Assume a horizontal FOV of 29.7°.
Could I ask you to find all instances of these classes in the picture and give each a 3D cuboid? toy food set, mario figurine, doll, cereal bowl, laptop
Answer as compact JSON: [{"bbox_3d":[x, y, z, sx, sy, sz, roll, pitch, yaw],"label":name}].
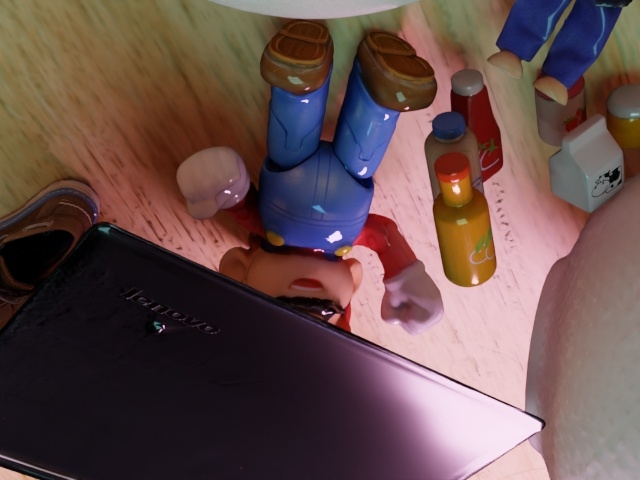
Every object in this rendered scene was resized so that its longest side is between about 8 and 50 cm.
[{"bbox_3d":[0.155,-0.079,0.908,0.232,0.111,0.104,-34,134,-21],"label":"toy food set"},{"bbox_3d":[0.000,0.000,0.970,0.198,0.170,0.320,27,128,21],"label":"mario figurine"},{"bbox_3d":[0.200,-0.191,0.856,0.129,0.046,0.189,31,107,7],"label":"doll"},{"bbox_3d":[0.254,0.100,0.985,0.141,0.339,0.339,8,136,22],"label":"cereal bowl"},{"bbox_3d":[-0.108,0.102,1.002,0.382,0.408,0.236,27,96,-27],"label":"laptop"}]

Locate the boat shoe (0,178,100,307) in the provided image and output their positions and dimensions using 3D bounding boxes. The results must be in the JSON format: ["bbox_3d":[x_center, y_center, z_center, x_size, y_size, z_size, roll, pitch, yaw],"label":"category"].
[{"bbox_3d":[-0.268,0.017,1.055,0.066,0.066,0.183,37,121,-22],"label":"boat shoe"}]

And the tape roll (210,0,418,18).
[{"bbox_3d":[-0.007,-0.317,0.746,0.392,0.072,0.392,0,133,0],"label":"tape roll"}]

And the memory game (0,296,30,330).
[{"bbox_3d":[-0.295,0.115,1.186,0.186,0.012,0.186,-1,132,-1],"label":"memory game"}]
